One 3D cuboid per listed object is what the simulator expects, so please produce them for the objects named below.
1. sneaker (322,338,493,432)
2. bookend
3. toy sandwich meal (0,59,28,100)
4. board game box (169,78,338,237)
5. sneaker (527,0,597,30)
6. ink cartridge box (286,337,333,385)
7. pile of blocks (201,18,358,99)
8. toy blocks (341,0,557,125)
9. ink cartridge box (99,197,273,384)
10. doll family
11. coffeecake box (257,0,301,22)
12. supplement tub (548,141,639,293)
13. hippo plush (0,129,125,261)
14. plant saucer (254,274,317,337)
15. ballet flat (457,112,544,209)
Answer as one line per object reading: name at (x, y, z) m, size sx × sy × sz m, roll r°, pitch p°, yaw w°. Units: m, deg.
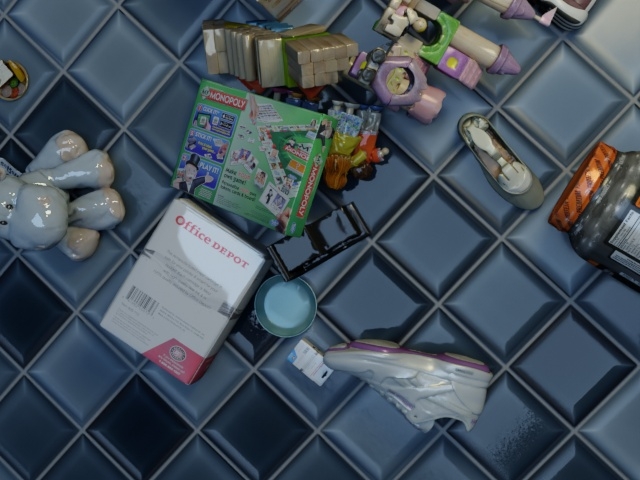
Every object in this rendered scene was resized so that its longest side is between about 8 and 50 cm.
sneaker at (0.148, 0.263, 1.656) m, size 0.305 × 0.114 × 0.152 m, roll 11°, pitch 93°, yaw 9°
bookend at (0.000, 0.000, 1.648) m, size 0.157 × 0.156 × 0.072 m, roll -31°, pitch 87°, yaw 9°
toy sandwich meal at (-0.612, -0.315, 1.799) m, size 0.086 × 0.029 × 0.085 m, roll 0°, pitch 93°, yaw 10°
board game box at (-0.127, -0.152, 1.639) m, size 0.317 × 0.046 × 0.213 m, roll 23°, pitch 97°, yaw 39°
sneaker at (0.385, -0.508, 1.596) m, size 0.281 × 0.106 × 0.162 m, roll 41°, pitch 92°, yaw -4°
ink cartridge box at (-0.016, 0.227, 1.726) m, size 0.083 × 0.028 × 0.048 m, roll 40°, pitch 98°, yaw 6°
pile of blocks at (-0.075, -0.317, 1.635) m, size 0.362 × 0.149 × 0.112 m, roll 23°, pitch 127°, yaw 42°
toy blocks at (0.218, -0.322, 1.526) m, size 0.260 × 0.309 × 0.288 m, roll 28°, pitch 97°, yaw -9°
ink cartridge box at (-0.240, 0.090, 1.712) m, size 0.207 × 0.117 × 0.283 m, roll 33°, pitch 98°, yaw 7°
doll family at (-0.015, -0.175, 1.642) m, size 0.263 × 0.118 × 0.163 m, roll 14°, pitch 103°, yaw 18°
coffeecake box at (-0.114, -0.475, 1.628) m, size 0.068 × 0.185 × 0.142 m, roll -43°, pitch 85°, yaw 8°
supplement tub at (0.565, -0.010, 1.526) m, size 0.338 × 0.207 × 0.207 m, roll 32°, pitch 97°, yaw 7°
hippo plush at (-0.524, -0.093, 1.690) m, size 0.294 × 0.236 × 0.234 m, roll 23°, pitch 97°, yaw 8°
plant saucer at (-0.064, 0.122, 1.732) m, size 0.119 × 0.021 × 0.119 m, roll 0°, pitch 92°, yaw 9°
ballet flat at (0.316, -0.138, 1.632) m, size 0.072 × 0.068 × 0.213 m, roll -40°, pitch 86°, yaw 9°
